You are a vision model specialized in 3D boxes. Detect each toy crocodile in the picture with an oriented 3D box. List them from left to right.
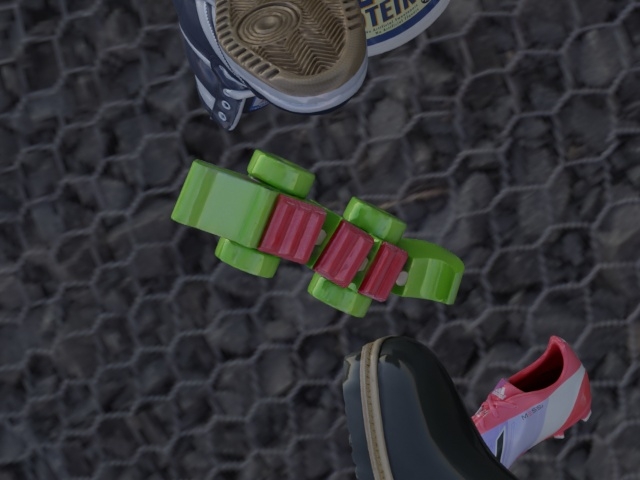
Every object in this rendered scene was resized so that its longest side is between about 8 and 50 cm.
[{"bbox_3d":[0.000,0.000,1.605,0.105,0.340,0.115,31,95,52],"label":"toy crocodile"}]

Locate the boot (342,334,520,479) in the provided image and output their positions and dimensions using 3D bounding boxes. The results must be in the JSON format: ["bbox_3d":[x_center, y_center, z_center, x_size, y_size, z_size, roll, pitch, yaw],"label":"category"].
[{"bbox_3d":[0.102,0.109,0.622,0.137,0.077,0.198,-29,83,29],"label":"boot"}]

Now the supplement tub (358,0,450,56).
[{"bbox_3d":[0.006,-0.372,1.735,0.235,0.325,0.235,-9,60,17],"label":"supplement tub"}]

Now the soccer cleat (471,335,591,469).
[{"bbox_3d":[0.172,0.195,1.622,0.083,0.248,0.095,23,143,54],"label":"soccer cleat"}]

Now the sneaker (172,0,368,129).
[{"bbox_3d":[-0.032,-0.130,1.170,0.282,0.099,0.153,52,163,49],"label":"sneaker"}]
